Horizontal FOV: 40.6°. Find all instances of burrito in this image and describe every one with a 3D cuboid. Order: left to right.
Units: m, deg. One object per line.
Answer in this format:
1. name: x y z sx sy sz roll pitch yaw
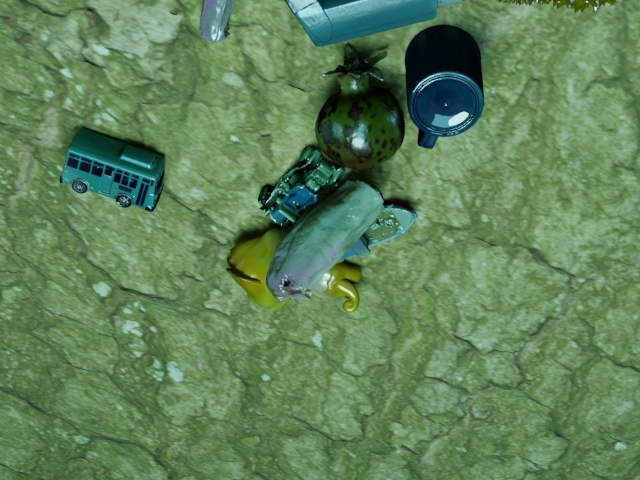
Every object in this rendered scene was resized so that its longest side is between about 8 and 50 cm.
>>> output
1. burrito: 0.000 0.000 1.397 0.089 0.144 0.229 44 80 -10

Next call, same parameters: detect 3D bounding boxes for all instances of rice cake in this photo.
1. rice cake: -0.130 -0.396 1.201 0.049 0.055 0.269 16 131 -1

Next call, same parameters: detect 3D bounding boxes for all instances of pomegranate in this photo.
1. pomegranate: 0.064 -0.187 1.297 0.149 0.148 0.169 6 131 1

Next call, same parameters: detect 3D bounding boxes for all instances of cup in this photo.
1. cup: 0.183 -0.215 1.260 0.114 0.138 0.150 -10 127 14

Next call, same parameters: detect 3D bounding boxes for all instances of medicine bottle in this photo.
1. medicine bottle: 0.073 -0.348 1.202 0.259 0.079 0.124 -9 127 12

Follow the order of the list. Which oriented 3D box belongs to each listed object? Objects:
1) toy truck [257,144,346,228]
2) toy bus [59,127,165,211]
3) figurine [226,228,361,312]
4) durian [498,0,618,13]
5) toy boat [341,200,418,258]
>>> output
1. toy truck: -0.035 -0.079 1.431 0.080 0.078 0.154 35 123 -22
2. toy bus: -0.336 -0.117 1.430 0.160 0.079 0.091 19 127 -8
3. figurine: -0.049 0.060 1.525 0.247 0.131 0.156 7 111 -17
4. durian: 0.299 -0.387 1.122 0.250 0.138 0.183 8 138 6
5. toy boat: 0.089 -0.019 1.479 0.173 0.058 0.069 -23 123 22
